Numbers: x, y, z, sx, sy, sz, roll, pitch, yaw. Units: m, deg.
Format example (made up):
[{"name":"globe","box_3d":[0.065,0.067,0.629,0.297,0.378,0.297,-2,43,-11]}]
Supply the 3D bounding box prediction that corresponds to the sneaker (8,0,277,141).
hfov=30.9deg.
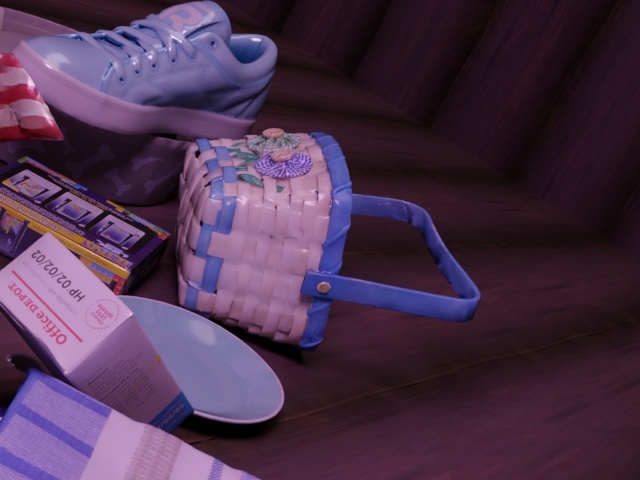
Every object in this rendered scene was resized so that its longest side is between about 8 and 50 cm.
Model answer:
[{"name":"sneaker","box_3d":[-0.179,-0.202,1.249,0.135,0.150,0.366,35,18,25]}]

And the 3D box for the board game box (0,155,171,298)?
[{"name":"board game box","box_3d":[-0.243,-0.010,1.107,0.170,0.048,0.141,28,18,1]}]

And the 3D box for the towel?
[{"name":"towel","box_3d":[-0.060,0.173,0.653,0.285,0.034,0.209,28,14,-7]}]

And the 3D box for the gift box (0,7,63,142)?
[{"name":"gift box","box_3d":[-0.303,-0.034,0.633,0.276,0.255,0.258,14,4,-2]}]

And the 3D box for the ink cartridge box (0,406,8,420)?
[{"name":"ink cartridge box","box_3d":[-0.228,0.152,0.607,0.324,0.071,0.330,12,23,-41]}]

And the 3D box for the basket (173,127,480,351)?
[{"name":"basket","box_3d":[0.000,0.000,1.186,0.289,0.201,0.254,12,20,-17]}]

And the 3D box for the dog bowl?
[{"name":"dog bowl","box_3d":[-0.297,-0.160,1.383,0.349,0.102,0.349,26,16,-8]}]

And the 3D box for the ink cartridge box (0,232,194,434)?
[{"name":"ink cartridge box","box_3d":[-0.163,0.068,0.802,0.104,0.061,0.181,38,-19,31]}]

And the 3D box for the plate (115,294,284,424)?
[{"name":"plate","box_3d":[-0.120,0.106,0.993,0.188,0.024,0.188,26,16,-8]}]
